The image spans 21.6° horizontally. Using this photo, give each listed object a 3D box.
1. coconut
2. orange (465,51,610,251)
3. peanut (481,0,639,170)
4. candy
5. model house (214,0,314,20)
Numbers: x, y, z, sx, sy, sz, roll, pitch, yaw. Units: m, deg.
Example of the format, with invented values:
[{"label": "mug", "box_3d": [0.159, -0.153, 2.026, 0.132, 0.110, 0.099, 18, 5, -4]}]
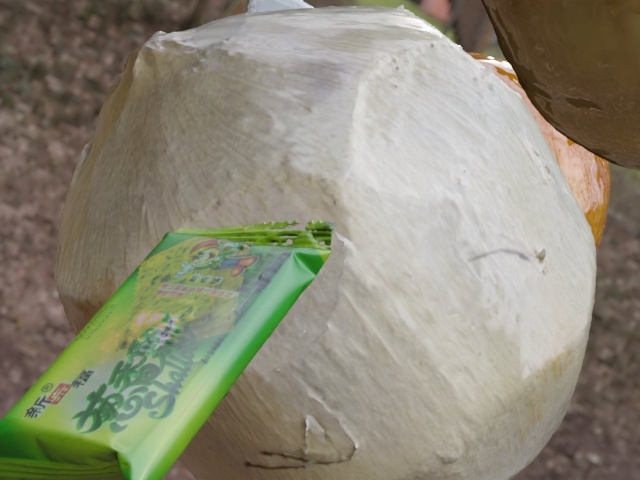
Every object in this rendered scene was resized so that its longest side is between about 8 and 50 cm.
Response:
[{"label": "coconut", "box_3d": [0.000, 0.000, 1.135, 0.360, 0.346, 0.346, 59, 0, -20]}, {"label": "orange", "box_3d": [0.120, -0.036, 1.412, 0.246, 0.246, 0.246, 26, 11, -5]}, {"label": "peanut", "box_3d": [0.143, -0.136, 0.401, 0.147, 0.319, 0.147, 35, -28, 22]}, {"label": "candy", "box_3d": [-0.073, 0.048, 0.767, 0.102, 0.032, 0.178, 7, 42, 33]}, {"label": "model house", "box_3d": [-0.071, -0.023, 1.549, 0.194, 0.325, 0.267, 26, -35, -19]}]
